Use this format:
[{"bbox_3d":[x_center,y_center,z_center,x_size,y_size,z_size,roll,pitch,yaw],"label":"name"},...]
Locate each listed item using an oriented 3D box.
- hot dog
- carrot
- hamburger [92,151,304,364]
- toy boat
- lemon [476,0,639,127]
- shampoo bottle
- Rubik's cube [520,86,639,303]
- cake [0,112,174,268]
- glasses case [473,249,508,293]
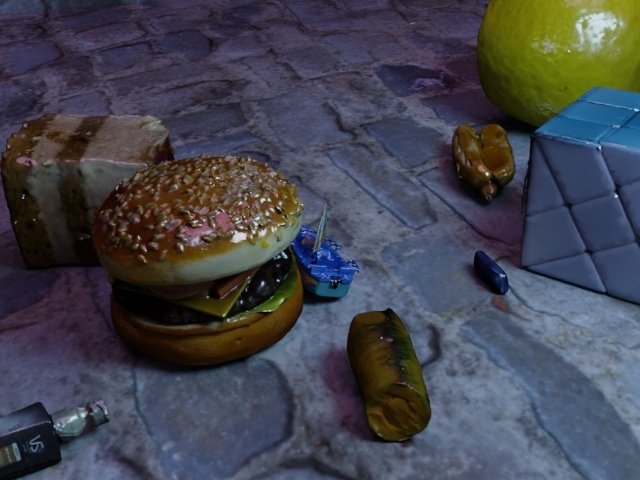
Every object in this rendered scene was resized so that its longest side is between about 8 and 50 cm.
[{"bbox_3d":[0.292,-0.146,1.437,0.109,0.072,0.269,-1,28,7],"label":"hot dog"},{"bbox_3d":[0.075,0.148,0.931,0.082,0.082,0.173,-5,29,-4],"label":"carrot"},{"bbox_3d":[-0.152,0.010,1.048,0.291,0.225,0.291,-4,28,2],"label":"hamburger"},{"bbox_3d":[0.000,0.000,1.161,0.091,0.110,0.175,6,21,-23],"label":"toy boat"},{"bbox_3d":[0.506,-0.372,1.551,0.364,0.364,0.364,-2,30,1],"label":"lemon"},{"bbox_3d":[-0.331,0.219,0.864,0.208,0.057,0.063,-17,25,-27],"label":"shampoo bottle"},{"bbox_3d":[0.438,-0.068,1.136,0.231,0.221,0.225,19,36,32],"label":"Rubik's cube"},{"bbox_3d":[-0.324,-0.082,1.256,0.293,0.198,0.196,-1,27,1],"label":"cake"},{"bbox_3d":[0.240,0.045,1.144,0.023,0.033,0.083,-21,33,-9],"label":"glasses case"}]
